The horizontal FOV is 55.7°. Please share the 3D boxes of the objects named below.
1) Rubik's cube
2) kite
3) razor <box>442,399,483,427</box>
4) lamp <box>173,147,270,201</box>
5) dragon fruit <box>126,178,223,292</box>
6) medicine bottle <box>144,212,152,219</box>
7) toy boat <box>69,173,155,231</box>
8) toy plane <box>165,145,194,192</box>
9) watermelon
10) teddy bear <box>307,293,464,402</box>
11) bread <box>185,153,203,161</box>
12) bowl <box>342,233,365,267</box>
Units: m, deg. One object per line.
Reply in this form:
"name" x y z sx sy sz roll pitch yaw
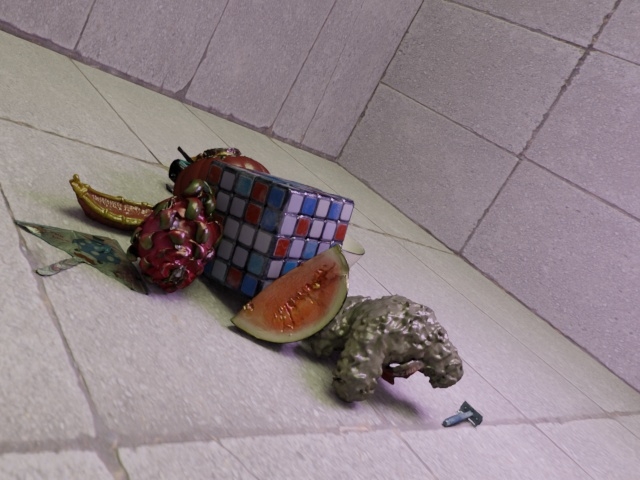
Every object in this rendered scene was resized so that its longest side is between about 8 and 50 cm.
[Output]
"Rubik's cube" -0.130 -0.019 1.565 0.292 0.293 0.287 24 10 35
"kite" -0.511 0.034 1.323 0.335 0.011 0.314 29 15 0
"razor" 0.346 0.446 1.522 0.135 0.040 0.068 2 29 -47
"lamp" -0.286 -0.142 1.815 0.303 0.256 0.303 -6 -1 0
"dragon fruit" -0.313 -0.017 1.393 0.198 0.272 0.218 30 -13 31
"medicine bottle" -0.370 -0.018 1.576 0.086 0.086 0.183 37 11 26
"toy boat" -0.502 -0.082 1.561 0.318 0.099 0.141 18 22 -45
"toy plane" -0.376 -0.172 2.033 0.382 0.106 0.155 35 27 8
"watermelon" -0.038 0.160 1.408 0.128 0.303 0.159 53 -6 35
"teddy bear" 0.122 0.239 1.504 0.358 0.224 0.368 -2 5 -29
"bread" -0.401 -0.231 2.180 0.229 0.139 0.143 32 23 15
"bowl" 0.025 0.032 2.096 0.238 0.126 0.237 27 15 -8
